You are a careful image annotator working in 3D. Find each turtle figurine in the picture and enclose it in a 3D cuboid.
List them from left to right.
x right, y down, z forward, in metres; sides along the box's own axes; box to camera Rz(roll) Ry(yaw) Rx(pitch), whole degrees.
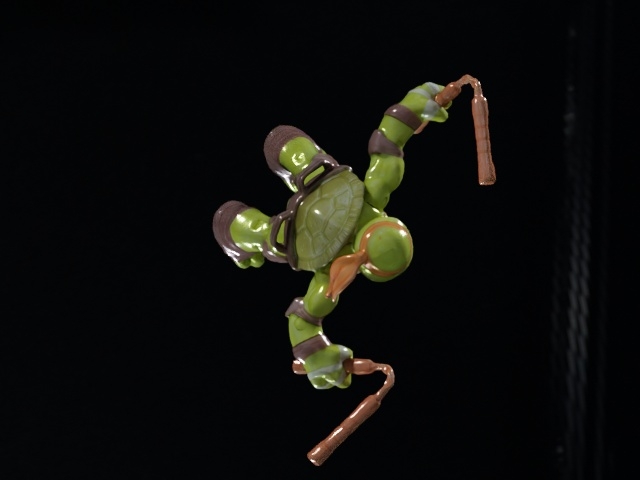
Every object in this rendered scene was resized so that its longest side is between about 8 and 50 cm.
[{"bbox_3d":[0.000,0.000,0.962,0.087,0.217,0.269,19,-88,-30],"label":"turtle figurine"}]
